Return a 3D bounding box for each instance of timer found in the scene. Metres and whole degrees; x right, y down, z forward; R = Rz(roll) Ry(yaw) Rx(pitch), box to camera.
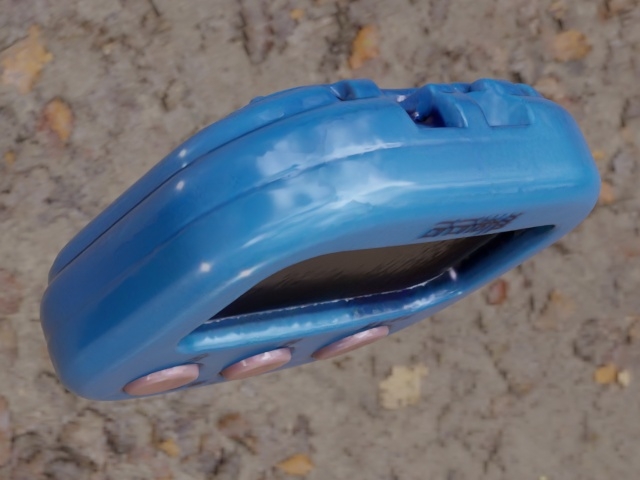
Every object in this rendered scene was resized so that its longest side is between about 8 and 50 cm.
[{"bbox_3d":[0.000,0.000,0.926,0.340,0.309,0.115,-7,70,-44],"label":"timer"}]
